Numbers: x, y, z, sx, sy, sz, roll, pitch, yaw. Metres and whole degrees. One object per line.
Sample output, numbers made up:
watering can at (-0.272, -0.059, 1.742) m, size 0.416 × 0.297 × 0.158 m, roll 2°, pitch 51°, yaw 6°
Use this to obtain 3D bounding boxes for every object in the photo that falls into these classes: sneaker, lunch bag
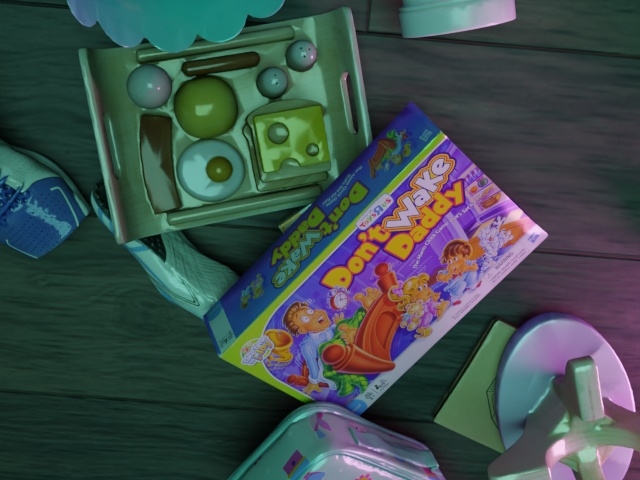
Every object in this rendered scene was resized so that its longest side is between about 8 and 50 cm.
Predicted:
sneaker at (-0.194, 0.020, 1.059) m, size 0.237 × 0.085 × 0.086 m, roll 43°, pitch 129°, yaw -4°
lunch bag at (0.028, 0.325, 1.084) m, size 0.279 × 0.108 × 0.224 m, roll 31°, pitch 104°, yaw -38°
sneaker at (-0.427, -0.090, 0.970) m, size 0.127 × 0.182 × 0.315 m, roll -42°, pitch 102°, yaw 12°

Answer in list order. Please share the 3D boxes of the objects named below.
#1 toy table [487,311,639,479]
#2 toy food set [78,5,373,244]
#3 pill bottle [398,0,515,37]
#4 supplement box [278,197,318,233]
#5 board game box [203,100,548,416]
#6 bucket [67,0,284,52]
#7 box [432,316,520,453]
toy table at (0.321, 0.240, 1.058) m, size 0.252 × 0.161 × 0.274 m, roll -24°, pitch 104°, yaw 6°
toy food set at (-0.097, -0.132, 0.972) m, size 0.306 × 0.092 × 0.219 m, roll -11°, pitch 97°, yaw -9°
pill bottle at (0.123, -0.384, 0.896) m, size 0.182 × 0.181 × 0.322 m, roll -10°, pitch 106°, yaw 2°
supplement box at (0.000, 0.000, 1.074) m, size 0.062 × 0.036 × 0.098 m, roll -35°, pitch 102°, yaw 8°
board game box at (0.066, 0.041, 1.016) m, size 0.347 × 0.078 × 0.233 m, roll -46°, pitch 128°, yaw 11°
bucket at (-0.144, -0.345, 0.845) m, size 0.281 × 0.281 × 0.183 m, roll -23°, pitch 65°, yaw 5°
box at (0.276, 0.213, 1.144) m, size 0.201 × 0.021 × 0.164 m, roll 27°, pitch 103°, yaw -8°
